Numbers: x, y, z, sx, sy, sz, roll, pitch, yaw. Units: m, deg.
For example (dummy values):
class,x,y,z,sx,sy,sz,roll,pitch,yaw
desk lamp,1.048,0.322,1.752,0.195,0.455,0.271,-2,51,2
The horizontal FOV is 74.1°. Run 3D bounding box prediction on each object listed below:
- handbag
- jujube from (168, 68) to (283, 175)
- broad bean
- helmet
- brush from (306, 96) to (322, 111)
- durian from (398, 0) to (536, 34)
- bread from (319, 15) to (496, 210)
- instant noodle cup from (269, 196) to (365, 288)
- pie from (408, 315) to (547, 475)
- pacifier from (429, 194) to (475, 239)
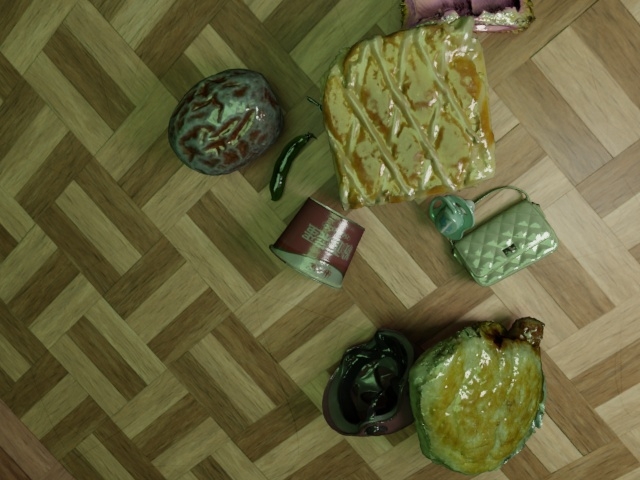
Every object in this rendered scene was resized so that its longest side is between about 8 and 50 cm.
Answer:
class,x,y,z,sx,sy,sz,roll,pitch,yaw
handbag,0.475,-0.016,1.137,0.256,0.079,0.219,-34,82,14
jujube,-0.249,-0.317,1.138,0.308,0.215,0.246,-42,92,15
broad bean,-0.095,-0.217,1.222,0.069,0.039,0.226,33,105,-4
helmet,0.185,0.421,1.207,0.197,0.271,0.338,32,109,-28
brush,-0.004,-0.378,1.185,0.083,0.008,0.024,35,109,2
durian,0.339,-0.565,1.032,0.341,0.112,0.191,-6,71,-2
bread,0.209,-0.278,1.031,0.371,0.279,0.389,-7,103,14
instant noodle cup,0.000,0.000,1.162,0.235,0.235,0.178,30,97,3
pie,0.397,0.397,1.095,0.418,0.180,0.395,-10,101,-27
pacifier,0.357,-0.076,1.119,0.117,0.150,0.127,-36,68,-23
